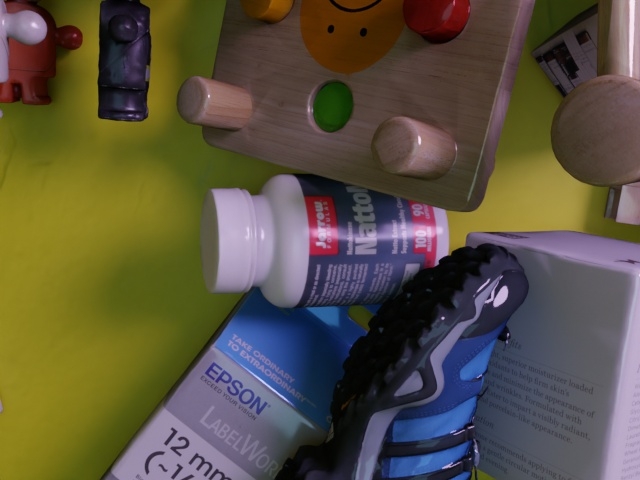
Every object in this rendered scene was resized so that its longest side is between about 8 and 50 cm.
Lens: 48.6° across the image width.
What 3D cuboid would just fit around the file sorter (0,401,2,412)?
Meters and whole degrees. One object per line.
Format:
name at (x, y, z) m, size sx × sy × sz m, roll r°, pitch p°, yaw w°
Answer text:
file sorter at (-0.468, 0.114, 0.611) m, size 0.278 × 0.173 × 0.192 m, roll -11°, pitch 98°, yaw 5°

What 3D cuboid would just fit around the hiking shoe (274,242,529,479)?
hiking shoe at (0.071, 0.144, 0.525) m, size 0.132 × 0.113 × 0.304 m, roll 30°, pitch 100°, yaw -10°

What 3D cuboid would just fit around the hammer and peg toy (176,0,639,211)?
hammer and peg toy at (0.074, -0.162, 0.487) m, size 0.361 × 0.127 × 0.265 m, roll 17°, pitch 100°, yaw 34°

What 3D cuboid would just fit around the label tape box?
label tape box at (-0.025, 0.195, 0.625) m, size 0.249 × 0.115 × 0.347 m, roll 38°, pitch 100°, yaw -2°

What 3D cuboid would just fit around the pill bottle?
pill bottle at (0.000, 0.000, 0.569) m, size 0.180 × 0.108 × 0.107 m, roll -1°, pitch 99°, yaw -19°

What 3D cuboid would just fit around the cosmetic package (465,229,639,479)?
cosmetic package at (0.206, 0.093, 0.548) m, size 0.152 × 0.151 × 0.183 m, roll 0°, pitch 100°, yaw -35°

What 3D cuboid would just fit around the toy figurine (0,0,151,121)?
toy figurine at (-0.241, -0.170, 0.524) m, size 0.213 × 0.210 × 0.148 m, roll 15°, pitch 106°, yaw 34°

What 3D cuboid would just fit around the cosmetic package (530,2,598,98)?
cosmetic package at (0.233, -0.131, 0.495) m, size 0.060 × 0.239 × 0.099 m, roll -39°, pitch 94°, yaw 1°

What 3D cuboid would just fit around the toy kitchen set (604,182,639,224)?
toy kitchen set at (0.296, -0.044, 0.592) m, size 0.083 × 0.068 × 0.075 m, roll 8°, pitch 99°, yaw 2°
